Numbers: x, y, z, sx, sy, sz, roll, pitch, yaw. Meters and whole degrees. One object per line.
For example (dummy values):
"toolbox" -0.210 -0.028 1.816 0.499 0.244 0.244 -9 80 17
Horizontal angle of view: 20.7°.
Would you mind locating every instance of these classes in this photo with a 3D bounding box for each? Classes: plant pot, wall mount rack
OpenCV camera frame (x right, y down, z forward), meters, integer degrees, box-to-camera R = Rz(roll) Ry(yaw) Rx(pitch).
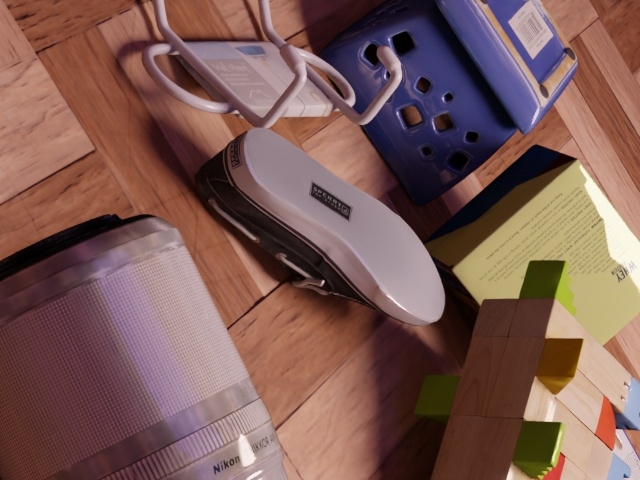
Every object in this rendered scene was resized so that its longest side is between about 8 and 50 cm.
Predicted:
"plant pot" 0.176 -0.218 2.172 0.236 0.212 0.236 55 33 -8
"wall mount rack" -0.076 -0.251 1.934 0.304 0.130 0.350 47 27 20

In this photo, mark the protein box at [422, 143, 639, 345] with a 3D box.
"protein box" 0.266 0.030 2.092 0.201 0.200 0.136 50 -4 -18

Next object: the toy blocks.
"toy blocks" 0.247 0.251 1.942 0.261 0.191 0.381 42 58 -41

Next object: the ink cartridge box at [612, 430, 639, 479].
"ink cartridge box" 0.318 0.270 2.161 0.223 0.045 0.224 61 32 -2

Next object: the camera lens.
"camera lens" -0.169 0.131 1.432 0.219 0.219 0.274 -22 85 -57

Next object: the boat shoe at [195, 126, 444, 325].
"boat shoe" -0.001 0.003 1.867 0.306 0.105 0.113 33 46 -27
